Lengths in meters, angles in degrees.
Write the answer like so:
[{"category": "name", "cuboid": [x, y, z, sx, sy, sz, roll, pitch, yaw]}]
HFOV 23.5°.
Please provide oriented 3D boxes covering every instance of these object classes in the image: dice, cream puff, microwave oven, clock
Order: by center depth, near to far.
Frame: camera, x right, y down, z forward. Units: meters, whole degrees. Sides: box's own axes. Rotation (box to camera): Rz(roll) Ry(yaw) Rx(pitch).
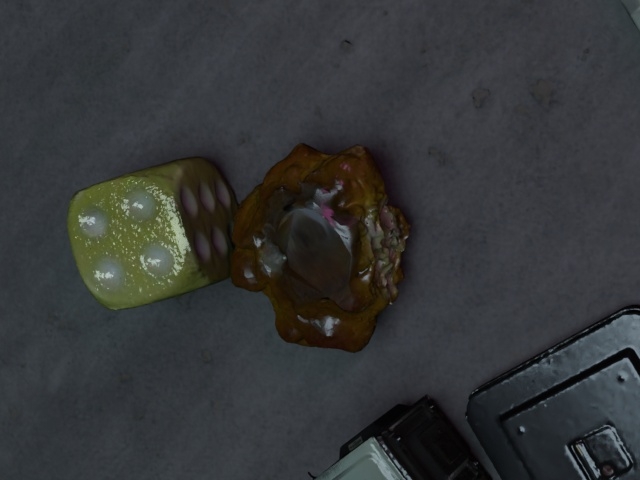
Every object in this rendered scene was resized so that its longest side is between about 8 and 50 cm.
[{"category": "clock", "cuboid": [0.345, 0.253, 1.868, 0.273, 0.049, 0.279, -33, 86, 23]}, {"category": "microwave oven", "cuboid": [0.107, 0.293, 1.887, 0.129, 0.205, 0.163, -39, 85, 23]}, {"category": "cream puff", "cuboid": [0.000, 0.000, 1.909, 0.241, 0.155, 0.269, 36, 112, 14]}, {"category": "dice", "cuboid": [-0.210, -0.010, 1.984, 0.169, 0.169, 0.166, -15, 94, 24]}]

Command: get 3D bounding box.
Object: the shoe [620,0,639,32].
[{"category": "shoe", "cuboid": [0.387, -0.341, 1.717, 0.160, 0.132, 0.363, -32, 82, 18]}]
